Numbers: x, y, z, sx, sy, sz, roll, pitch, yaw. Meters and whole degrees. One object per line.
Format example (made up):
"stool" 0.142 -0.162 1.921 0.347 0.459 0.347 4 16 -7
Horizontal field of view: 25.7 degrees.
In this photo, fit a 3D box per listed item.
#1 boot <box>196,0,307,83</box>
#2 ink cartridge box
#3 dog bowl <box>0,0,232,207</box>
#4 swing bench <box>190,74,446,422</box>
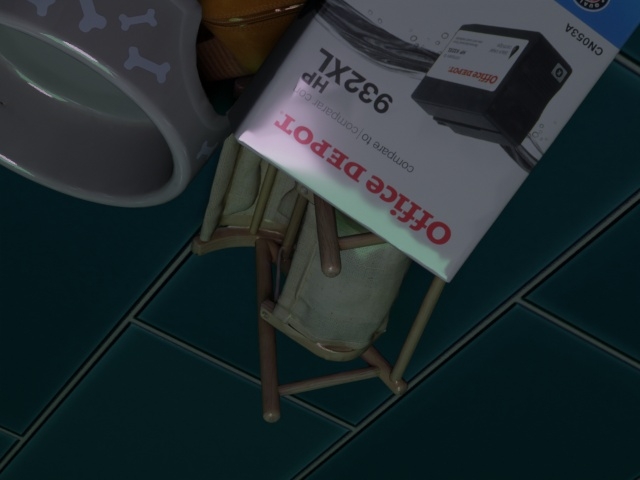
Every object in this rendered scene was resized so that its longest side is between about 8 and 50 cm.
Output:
"boot" -0.084 -0.270 1.248 0.211 0.104 0.295 -17 133 18
"ink cartridge box" 0.099 -0.156 1.169 0.223 0.129 0.307 34 98 -12
"dog bowl" -0.242 -0.154 1.297 0.349 0.102 0.349 20 155 10
"swing bench" 0.000 0.000 1.419 0.165 0.254 0.253 -9 143 -24
